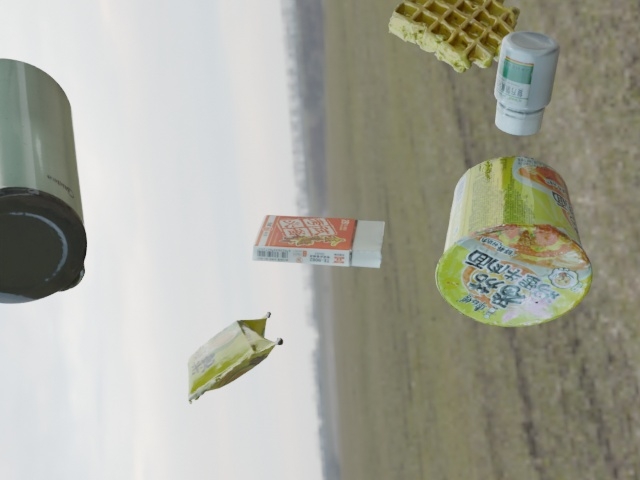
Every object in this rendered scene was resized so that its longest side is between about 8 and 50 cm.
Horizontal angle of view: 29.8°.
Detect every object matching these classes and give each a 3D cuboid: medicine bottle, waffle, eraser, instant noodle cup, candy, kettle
[{"bbox_3d":[0.283,-0.218,1.670,0.080,0.080,0.130,-96,9,-57],"label":"medicine bottle"},{"bbox_3d":[0.276,-0.407,2.223,0.229,0.219,0.057,-44,-21,-31],"label":"waffle"},{"bbox_3d":[0.000,0.000,2.187,0.157,0.230,0.038,-76,-11,-68],"label":"eraser"},{"bbox_3d":[0.330,-0.004,2.076,0.264,0.265,0.200,86,-173,-46],"label":"instant noodle cup"},{"bbox_3d":[-0.151,0.193,2.048,0.081,0.187,0.297,56,176,-5],"label":"candy"},{"bbox_3d":[-0.541,-0.121,1.914,0.361,0.250,0.376,39,-162,-39],"label":"kettle"}]
